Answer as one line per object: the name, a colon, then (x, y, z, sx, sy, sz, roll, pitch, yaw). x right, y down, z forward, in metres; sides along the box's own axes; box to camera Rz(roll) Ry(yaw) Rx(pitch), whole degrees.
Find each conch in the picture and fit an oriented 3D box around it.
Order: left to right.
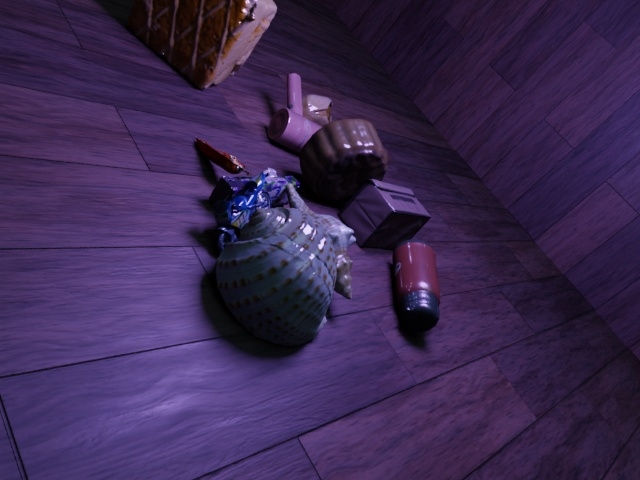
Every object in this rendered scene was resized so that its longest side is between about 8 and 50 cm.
conch: (-0.071, 0.074, 1.308, 0.319, 0.215, 0.303, 46, 41, -4)
conch: (0.014, -0.001, 1.568, 0.170, 0.203, 0.386, -10, 57, -3)

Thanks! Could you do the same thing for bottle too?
bottle: (0.300, 0.144, 1.767, 0.144, 0.144, 0.336, 33, 32, -17)

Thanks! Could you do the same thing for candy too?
candy: (-0.178, -0.136, 1.596, 0.061, 0.088, 0.312, 47, 29, 20)

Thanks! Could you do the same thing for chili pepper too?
chili pepper: (-0.279, -0.231, 1.595, 0.268, 0.050, 0.059, 31, 20, 33)

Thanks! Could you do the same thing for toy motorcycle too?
toy motorcycle: (-0.198, -0.074, 1.427, 0.254, 0.092, 0.135, -54, 135, -45)

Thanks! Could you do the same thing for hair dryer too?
hair dryer: (-0.074, -0.480, 2.081, 0.210, 0.125, 0.352, 20, 55, -36)

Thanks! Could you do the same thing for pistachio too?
pistachio: (-0.028, -0.516, 2.260, 0.153, 0.137, 0.238, 26, 24, 33)

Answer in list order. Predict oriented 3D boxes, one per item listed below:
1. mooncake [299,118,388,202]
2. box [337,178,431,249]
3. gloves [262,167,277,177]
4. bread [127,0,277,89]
mooncake: (0.078, -0.257, 1.879, 0.290, 0.290, 0.161, 12, 45, -44)
box: (0.226, -0.083, 1.938, 0.252, 0.188, 0.153, 8, 41, -50)
gloves: (-0.158, -0.194, 1.771, 0.064, 0.026, 0.086, 16, 43, -37)
bread: (-0.388, -0.768, 1.904, 0.371, 0.390, 0.279, 39, 33, -5)
